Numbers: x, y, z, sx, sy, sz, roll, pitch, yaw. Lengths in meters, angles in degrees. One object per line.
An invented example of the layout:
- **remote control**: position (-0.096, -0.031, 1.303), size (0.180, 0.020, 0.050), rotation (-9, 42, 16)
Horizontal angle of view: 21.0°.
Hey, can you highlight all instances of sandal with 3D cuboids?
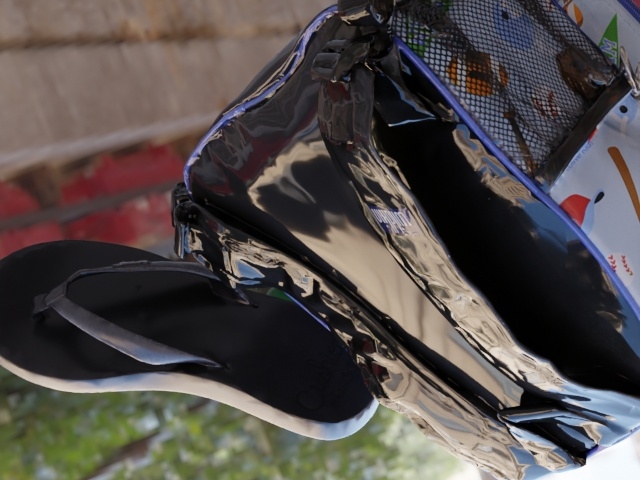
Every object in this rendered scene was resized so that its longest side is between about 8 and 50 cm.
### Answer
- **sandal**: position (-0.086, 0.047, 1.017), size (0.254, 0.097, 0.054), rotation (10, 149, 7)

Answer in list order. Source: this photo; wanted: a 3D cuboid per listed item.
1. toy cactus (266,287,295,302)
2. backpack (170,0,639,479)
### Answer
- **toy cactus**: position (0.000, 0.000, 1.217), size (0.112, 0.180, 0.219), rotation (-31, -145, 39)
- **backpack**: position (0.088, -0.014, 0.906), size (0.213, 0.263, 0.276), rotation (-39, -179, -29)
